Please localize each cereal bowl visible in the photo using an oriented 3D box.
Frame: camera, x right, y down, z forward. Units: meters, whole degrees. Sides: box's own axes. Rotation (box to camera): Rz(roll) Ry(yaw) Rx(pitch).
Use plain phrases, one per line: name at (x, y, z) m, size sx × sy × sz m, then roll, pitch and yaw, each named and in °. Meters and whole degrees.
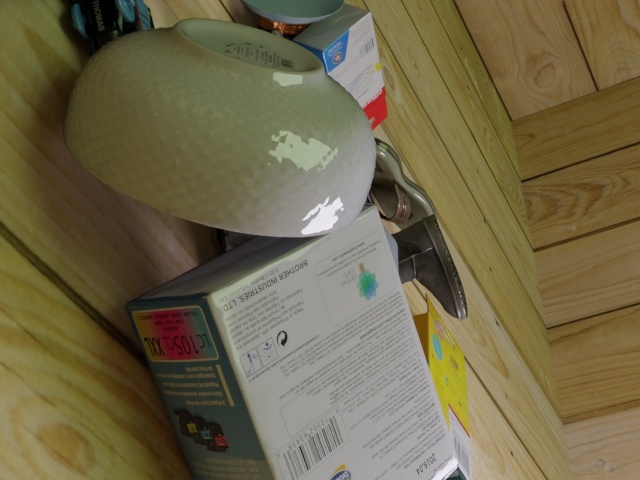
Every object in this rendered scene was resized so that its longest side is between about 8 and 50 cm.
cereal bowl at (-0.093, -0.143, 1.049) m, size 0.339 × 0.339 × 0.141 m, roll -53°, pitch 162°, yaw -66°

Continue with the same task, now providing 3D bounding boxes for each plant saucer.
plant saucer at (-0.057, -0.404, 1.653) m, size 0.195 × 0.195 × 0.037 m, roll -82°, pitch -177°, yaw -51°

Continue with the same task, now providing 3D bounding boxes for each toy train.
toy train at (-0.251, -0.296, 1.157) m, size 0.105 × 0.080 × 0.184 m, roll 33°, pitch 39°, yaw -73°

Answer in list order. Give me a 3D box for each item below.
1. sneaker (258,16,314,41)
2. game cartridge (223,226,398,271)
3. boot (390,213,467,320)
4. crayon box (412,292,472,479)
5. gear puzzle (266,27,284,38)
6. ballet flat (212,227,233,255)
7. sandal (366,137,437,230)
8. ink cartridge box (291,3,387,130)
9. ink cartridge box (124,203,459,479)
sneaker at (-0.038, -0.380, 1.781) m, size 0.121 × 0.099 × 0.262 m, roll 40°, pitch 23°, yaw 28°
game cartridge at (0.000, 0.000, 1.304) m, size 0.297 × 0.062 × 0.198 m, roll 36°, pitch 43°, yaw -33°
boot at (0.113, 0.069, 1.579) m, size 0.076 × 0.209 × 0.189 m, roll 31°, pitch 38°, yaw -75°
crayon box at (0.203, 0.279, 1.814) m, size 0.202 × 0.081 × 0.318 m, roll 57°, pitch 25°, yaw -35°
gear puzzle at (-0.040, -0.180, 1.654) m, size 0.175 × 0.044 × 0.338 m, roll -68°, pitch 139°, yaw -63°
ballet flat at (-0.062, 0.096, 1.279) m, size 0.316 × 0.108 × 0.106 m, roll 64°, pitch 23°, yaw 9°
sandal at (0.127, -0.091, 1.933) m, size 0.303 × 0.120 × 0.086 m, roll 49°, pitch 58°, yaw -43°
ink cartridge box at (0.040, -0.285, 1.755) m, size 0.134 × 0.078 × 0.231 m, roll -44°, pitch 141°, yaw -27°
ink cartridge box at (-0.009, 0.193, 1.092) m, size 0.270 × 0.151 × 0.395 m, roll -29°, pitch 103°, yaw -41°
